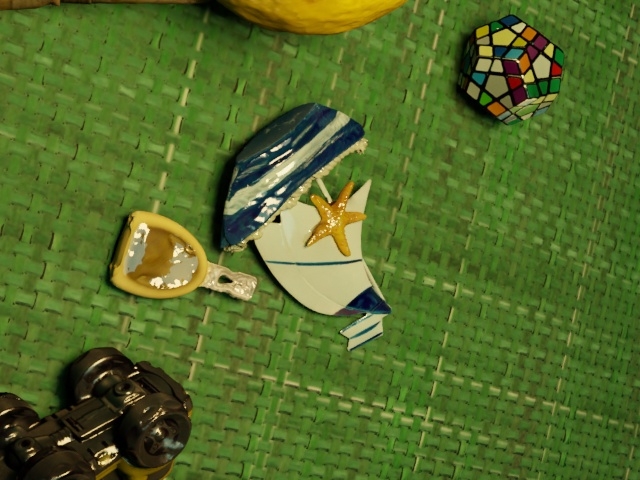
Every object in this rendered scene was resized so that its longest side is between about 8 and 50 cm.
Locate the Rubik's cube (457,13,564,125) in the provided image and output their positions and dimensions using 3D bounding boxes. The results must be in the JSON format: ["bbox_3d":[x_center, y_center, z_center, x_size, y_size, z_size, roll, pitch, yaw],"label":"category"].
[{"bbox_3d":[0.229,-0.204,1.472,0.112,0.133,0.133,10,86,-8],"label":"Rubik's cube"}]

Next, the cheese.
[{"bbox_3d":[-0.140,0.030,1.291,0.162,0.036,0.086,21,82,-31],"label":"cheese"}]

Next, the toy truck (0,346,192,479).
[{"bbox_3d":[-0.230,0.221,1.194,0.224,0.147,0.165,-28,130,-31],"label":"toy truck"}]

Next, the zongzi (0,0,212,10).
[{"bbox_3d":[-0.242,-0.348,1.160,0.289,0.123,0.260,-11,99,-31],"label":"zongzi"}]

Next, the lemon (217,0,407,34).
[{"bbox_3d":[-0.008,-0.365,1.196,0.364,0.364,0.364,-1,92,-32],"label":"lemon"}]

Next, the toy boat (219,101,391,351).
[{"bbox_3d":[0.000,0.000,1.381,0.220,0.067,0.291,-40,123,-24],"label":"toy boat"}]
